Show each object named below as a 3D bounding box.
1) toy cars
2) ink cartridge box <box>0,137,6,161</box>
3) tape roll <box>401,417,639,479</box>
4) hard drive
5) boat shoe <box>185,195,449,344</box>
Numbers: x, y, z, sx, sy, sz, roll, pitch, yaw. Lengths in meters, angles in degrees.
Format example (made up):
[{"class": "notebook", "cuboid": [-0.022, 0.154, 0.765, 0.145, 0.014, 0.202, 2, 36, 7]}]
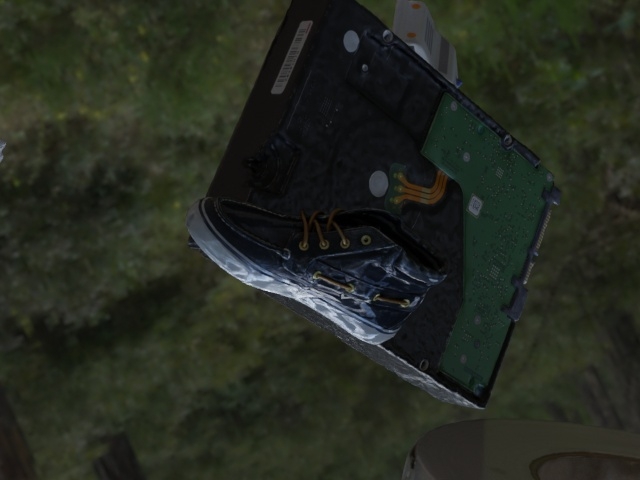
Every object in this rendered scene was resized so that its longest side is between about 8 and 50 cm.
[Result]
[{"class": "toy cars", "cuboid": [0.129, -0.073, 1.547, 0.087, 0.394, 0.176, 0, -177, 11]}, {"class": "ink cartridge box", "cuboid": [-0.404, -0.081, 1.034, 0.198, 0.273, 0.115, -43, -171, 41]}, {"class": "tape roll", "cuboid": [0.255, 0.225, 1.052, 0.392, 0.072, 0.392, 9, -173, -1]}, {"class": "hard drive", "cuboid": [0.061, -0.026, 1.169, 0.339, 0.237, 0.064, 33, 162, -38]}, {"class": "boat shoe", "cuboid": [0.000, 0.000, 0.972, 0.083, 0.183, 0.065, -48, -154, 30]}]
